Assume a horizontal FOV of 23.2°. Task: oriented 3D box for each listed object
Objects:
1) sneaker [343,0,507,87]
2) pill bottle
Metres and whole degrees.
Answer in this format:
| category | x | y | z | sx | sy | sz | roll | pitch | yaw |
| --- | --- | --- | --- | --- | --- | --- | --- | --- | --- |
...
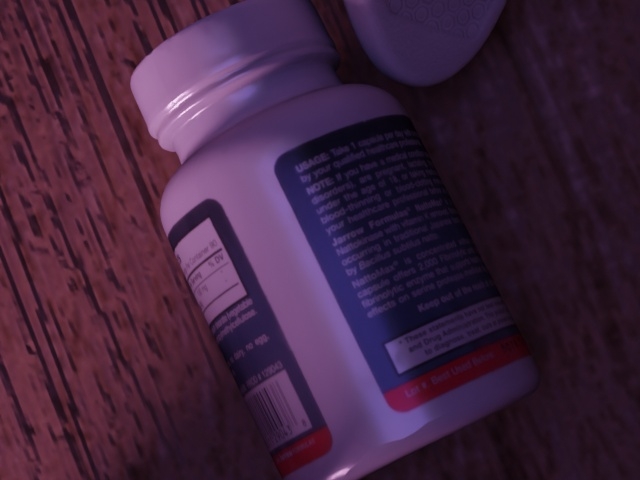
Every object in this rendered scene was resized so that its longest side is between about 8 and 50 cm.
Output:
| category | x | y | z | sx | sy | sz | roll | pitch | yaw |
| --- | --- | --- | --- | --- | --- | --- | --- | --- | --- |
| sneaker | -0.001 | -0.211 | 0.633 | 0.104 | 0.147 | 0.296 | -19 | 107 | -34 |
| pill bottle | 0.000 | 0.000 | 0.611 | 0.108 | 0.108 | 0.180 | -27 | 81 | 5 |
